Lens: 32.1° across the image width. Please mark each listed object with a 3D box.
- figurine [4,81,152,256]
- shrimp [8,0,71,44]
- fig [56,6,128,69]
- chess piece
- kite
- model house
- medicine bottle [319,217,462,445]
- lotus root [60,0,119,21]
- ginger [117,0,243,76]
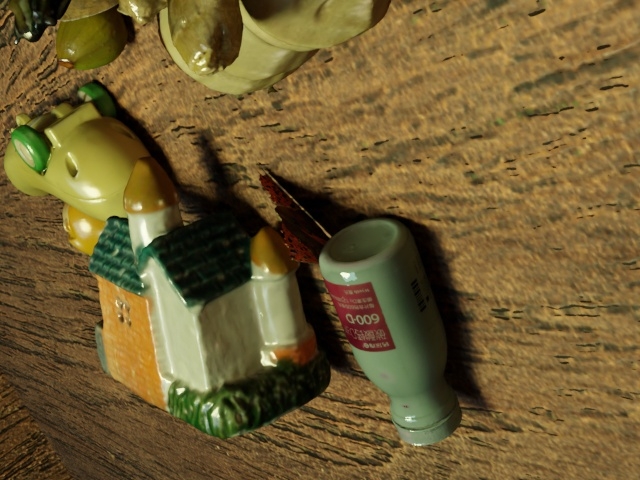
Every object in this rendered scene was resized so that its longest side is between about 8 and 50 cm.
[{"bbox_3d":[-0.304,-0.075,1.429,0.324,0.124,0.222,1,128,58],"label":"figurine"},{"bbox_3d":[-0.214,-0.300,0.862,0.233,0.071,0.365,143,129,-62],"label":"shrimp"},{"bbox_3d":[-0.251,-0.219,1.200,0.074,0.088,0.074,29,158,13],"label":"fig"},{"bbox_3d":[0.000,-0.193,0.770,0.137,0.137,0.301,59,153,-10],"label":"chess piece"},{"bbox_3d":[-0.001,0.001,1.087,0.125,0.008,0.222,33,-164,-24],"label":"kite"},{"bbox_3d":[-0.135,0.037,1.254,0.271,0.190,0.301,20,127,47],"label":"model house"},{"bbox_3d":[0.072,0.090,1.039,0.090,0.090,0.217,17,136,50],"label":"medicine bottle"},{"bbox_3d":[-0.243,-0.270,1.094,0.122,0.112,0.081,20,145,47],"label":"lotus root"},{"bbox_3d":[-0.109,-0.188,0.781,0.133,0.059,0.214,-46,58,43],"label":"ginger"}]
